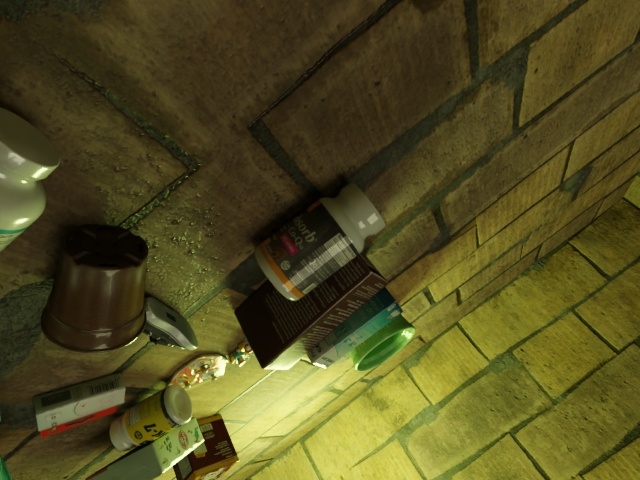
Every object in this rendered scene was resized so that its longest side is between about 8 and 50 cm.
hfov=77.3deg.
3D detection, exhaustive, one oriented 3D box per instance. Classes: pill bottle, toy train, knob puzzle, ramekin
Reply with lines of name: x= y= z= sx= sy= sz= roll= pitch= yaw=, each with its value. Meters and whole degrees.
pill bottle: x=-0.441 y=-0.037 z=0.470 sx=0.264 sy=0.146 sz=0.146 roll=-40 pitch=148 yaw=5
toy train: x=-0.218 y=0.357 z=1.299 sx=0.166 sy=0.046 sz=0.125 roll=-47 pitch=147 yaw=17
pill bottle: x=-0.496 y=0.522 z=1.174 sx=0.209 sy=0.119 sz=0.119 roll=-30 pitch=149 yaw=5
knob puzzle: x=-0.374 y=0.413 z=1.240 sx=0.213 sy=0.030 sz=0.213 roll=-24 pitch=146 yaw=-17
pill bottle: x=0.000 y=0.000 z=0.926 sx=0.278 sy=0.162 sz=0.162 roll=-38 pitch=148 yaw=1
ramekin: x=0.238 y=0.405 z=1.700 sx=0.304 sy=0.148 sz=0.303 roll=-25 pitch=147 yaw=-18

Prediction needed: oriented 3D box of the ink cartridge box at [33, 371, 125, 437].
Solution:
ink cartridge box: x=-0.614 y=0.445 z=1.032 sx=0.189 sy=0.066 sz=0.232 roll=-9 pitch=135 yaw=-37

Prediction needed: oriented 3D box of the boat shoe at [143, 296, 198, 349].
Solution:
boat shoe: x=-0.368 y=0.209 z=0.933 sx=0.076 sy=0.080 sz=0.228 roll=-27 pitch=147 yaw=-3

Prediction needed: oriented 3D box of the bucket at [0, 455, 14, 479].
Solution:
bucket: x=-0.773 y=0.520 z=0.782 sx=0.281 sy=0.281 sz=0.183 roll=-3 pitch=135 yaw=-41

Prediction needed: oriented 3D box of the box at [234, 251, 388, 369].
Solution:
box: x=-0.030 y=0.156 z=1.075 sx=0.381 sy=0.191 sz=0.143 roll=-41 pitch=148 yaw=9

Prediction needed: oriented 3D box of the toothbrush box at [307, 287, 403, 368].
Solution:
toothbrush box: x=0.059 y=0.203 z=1.199 sx=0.296 sy=0.216 sz=0.126 roll=-37 pitch=148 yaw=4

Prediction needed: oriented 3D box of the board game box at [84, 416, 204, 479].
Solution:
board game box: x=-0.539 y=0.689 z=1.270 sx=0.224 sy=0.097 sz=0.303 roll=-27 pitch=168 yaw=0

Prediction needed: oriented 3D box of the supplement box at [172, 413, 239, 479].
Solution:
supplement box: x=-0.451 y=0.806 z=1.530 sx=0.191 sy=0.194 sz=0.129 roll=7 pitch=129 yaw=-48

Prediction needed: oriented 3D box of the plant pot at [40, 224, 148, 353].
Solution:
plant pot: x=-0.372 y=0.072 z=0.682 sx=0.167 sy=0.167 sz=0.165 roll=-3 pitch=127 yaw=-42
